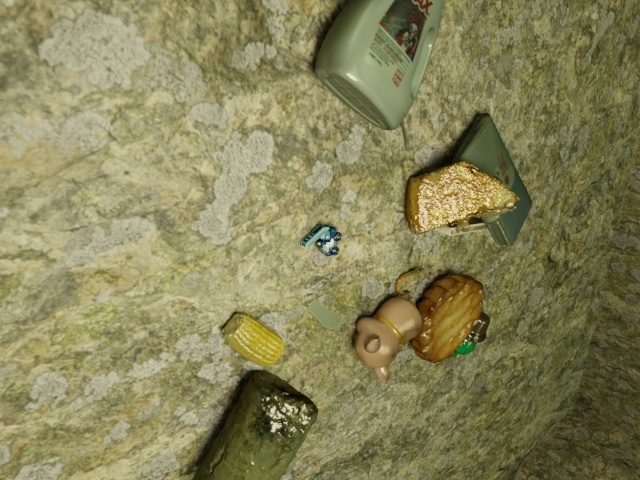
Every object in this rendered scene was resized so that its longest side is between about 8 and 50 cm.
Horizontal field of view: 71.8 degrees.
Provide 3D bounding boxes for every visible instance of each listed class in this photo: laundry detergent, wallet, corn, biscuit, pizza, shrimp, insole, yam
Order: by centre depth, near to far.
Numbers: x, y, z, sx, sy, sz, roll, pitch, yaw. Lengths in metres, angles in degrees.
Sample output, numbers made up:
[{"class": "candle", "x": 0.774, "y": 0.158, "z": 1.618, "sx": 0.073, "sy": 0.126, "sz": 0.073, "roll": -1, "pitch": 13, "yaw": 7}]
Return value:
[{"class": "laundry detergent", "x": 0.168, "y": -0.463, "z": 0.932, "sx": 0.264, "sy": 0.125, "sz": 0.397, "roll": 27, "pitch": 89, "yaw": -43}, {"class": "corn", "x": -0.151, "y": 0.227, "z": 1.011, "sx": 0.085, "sy": 0.063, "sz": 0.165, "roll": -43, "pitch": 130, "yaw": -4}, {"class": "yam", "x": -0.145, "y": 0.470, "z": 1.043, "sx": 0.195, "sy": 0.195, "sz": 0.300, "roll": 30, "pitch": 90, "yaw": -44}, {"class": "insole", "x": 0.013, "y": 0.199, "z": 1.179, "sx": 0.053, "sy": 0.002, "sz": 0.152, "roll": -51, "pitch": 133, "yaw": -10}, {"class": "pizza", "x": 0.375, "y": -0.116, "z": 1.189, "sx": 0.071, "sy": 0.297, "sz": 0.189, "roll": -45, "pitch": 122, "yaw": -73}, {"class": "wallet", "x": 0.516, "y": -0.168, "z": 1.305, "sx": 0.360, "sy": 0.083, "sz": 0.252, "roll": 51, "pitch": 56, "yaw": -25}, {"class": "shrimp", "x": 0.273, "y": 0.126, "z": 1.354, "sx": 0.114, "sy": 0.023, "sz": 0.083, "roll": -31, "pitch": 130, "yaw": -20}, {"class": "biscuit", "x": 0.414, "y": 0.252, "z": 1.476, "sx": 0.326, "sy": 0.107, "sz": 0.325, "roll": -16, "pitch": 120, "yaw": -31}]

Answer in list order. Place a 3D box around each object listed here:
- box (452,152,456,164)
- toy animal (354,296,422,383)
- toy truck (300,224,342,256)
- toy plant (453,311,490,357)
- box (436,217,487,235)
[{"class": "box", "x": 0.486, "y": -0.172, "z": 1.383, "sx": 0.269, "sy": 0.043, "sz": 0.152, "roll": 5, "pitch": 103, "yaw": -42}, {"class": "toy animal", "x": 0.198, "y": 0.260, "z": 1.276, "sx": 0.248, "sy": 0.149, "sz": 0.165, "roll": -45, "pitch": 117, "yaw": -31}, {"class": "toy truck", "x": 0.000, "y": 0.000, "z": 1.048, "sx": 0.090, "sy": 0.056, "sz": 0.073, "roll": 4, "pitch": 102, "yaw": -28}, {"class": "toy plant", "x": 0.553, "y": 0.352, "z": 1.646, "sx": 0.143, "sy": 0.105, "sz": 0.200, "roll": -13, "pitch": 136, "yaw": -51}, {"class": "box", "x": 0.407, "y": -0.051, "z": 1.326, "sx": 0.198, "sy": 0.109, "sz": 0.029, "roll": -8, "pitch": 114, "yaw": -38}]
